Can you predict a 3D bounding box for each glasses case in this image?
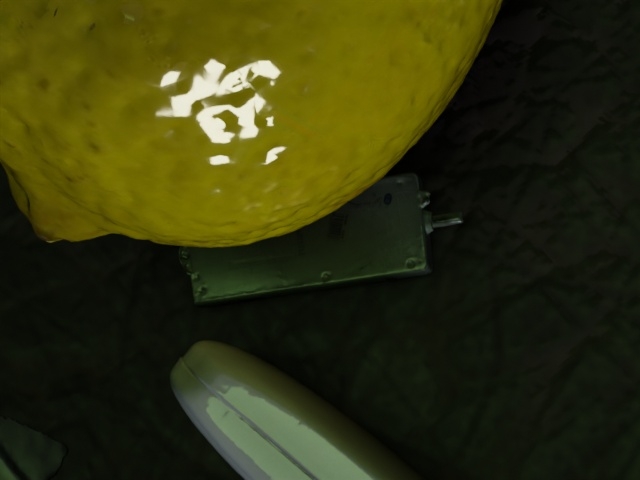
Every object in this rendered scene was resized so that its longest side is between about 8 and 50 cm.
[{"bbox_3d":[0.015,0.110,0.548,0.197,0.076,0.049,38,90,16],"label":"glasses case"}]

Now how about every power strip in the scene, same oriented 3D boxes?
[{"bbox_3d":[0.000,0.000,0.599,0.136,0.019,0.051,-10,78,13],"label":"power strip"}]

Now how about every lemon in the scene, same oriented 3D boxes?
[{"bbox_3d":[-0.044,-0.128,0.514,0.267,0.267,0.267,-2,81,14],"label":"lemon"}]

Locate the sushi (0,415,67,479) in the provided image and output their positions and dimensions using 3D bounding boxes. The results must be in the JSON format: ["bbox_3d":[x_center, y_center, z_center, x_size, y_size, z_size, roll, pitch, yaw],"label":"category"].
[{"bbox_3d":[-0.301,0.183,0.633,0.264,0.050,0.290,22,87,17],"label":"sushi"}]
